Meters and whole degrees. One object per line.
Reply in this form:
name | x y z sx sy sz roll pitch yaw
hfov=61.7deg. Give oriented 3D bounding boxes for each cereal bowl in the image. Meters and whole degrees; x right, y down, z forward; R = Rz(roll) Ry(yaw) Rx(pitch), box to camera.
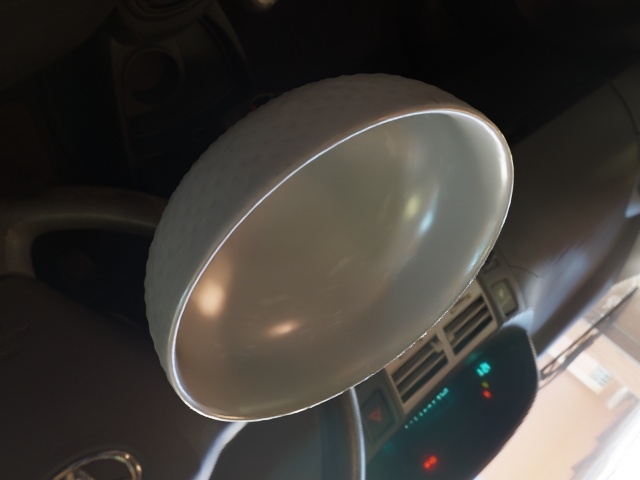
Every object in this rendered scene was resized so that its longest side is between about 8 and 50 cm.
cereal bowl | 0.000 0.000 0.489 0.339 0.141 0.339 -23 140 -20
